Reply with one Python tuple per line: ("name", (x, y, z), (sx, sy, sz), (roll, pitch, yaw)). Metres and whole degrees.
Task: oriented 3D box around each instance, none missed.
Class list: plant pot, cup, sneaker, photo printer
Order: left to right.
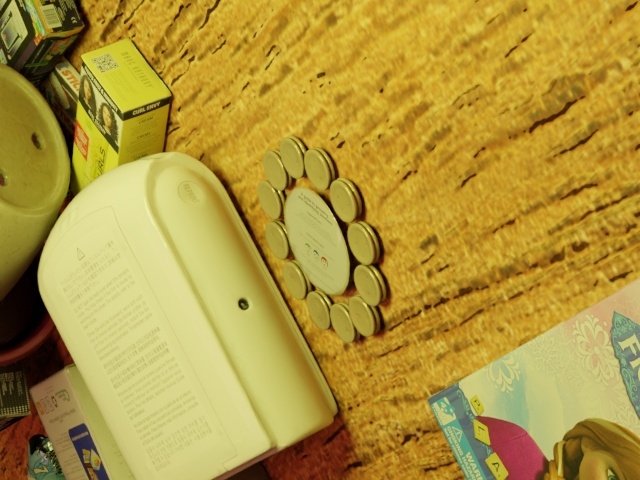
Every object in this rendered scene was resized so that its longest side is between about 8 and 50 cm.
("cup", (-0.392, -0.059, 1.766), (0.237, 0.331, 0.331), (-23, 90, 29))
("plant pot", (-0.397, 0.058, 2.081), (0.201, 0.201, 0.180), (64, 166, 7))
("sneaker", (-0.350, 0.294, 2.297), (0.162, 0.063, 0.073), (13, 118, 58))
("photo printer", (-0.140, 0.080, 1.656), (0.256, 0.107, 0.307), (-36, 81, 50))

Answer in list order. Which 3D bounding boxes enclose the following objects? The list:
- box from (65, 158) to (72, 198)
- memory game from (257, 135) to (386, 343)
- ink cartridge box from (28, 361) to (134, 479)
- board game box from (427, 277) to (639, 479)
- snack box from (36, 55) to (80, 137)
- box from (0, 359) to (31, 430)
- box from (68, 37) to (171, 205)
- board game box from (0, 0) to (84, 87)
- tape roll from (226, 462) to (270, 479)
("box", (-0.325, -0.116, 1.922), (0.169, 0.054, 0.059), (60, 160, -4))
("memory game", (0.000, 0.000, 1.489), (0.186, 0.012, 0.186), (42, 144, 42))
("ink cartridge box", (-0.235, 0.324, 2.107), (0.176, 0.069, 0.370), (-29, 82, 63))
("board game box", (0.226, 0.198, 1.163), (0.318, 0.066, 0.318), (63, 153, 9))
("snack box", (-0.282, -0.172, 1.865), (0.178, 0.022, 0.064), (48, 148, 34))
("box", (-0.446, 0.112, 2.269), (0.216, 0.060, 0.270), (-31, 68, 62))
("box", (-0.202, -0.086, 1.742), (0.087, 0.058, 0.232), (52, 150, 26))
("board game box", (-0.314, -0.257, 1.806), (0.141, 0.048, 0.170), (-38, 72, 56))
("tape roll", (-0.112, 0.296, 1.852), (0.219, 0.072, 0.219), (40, 142, 41))
